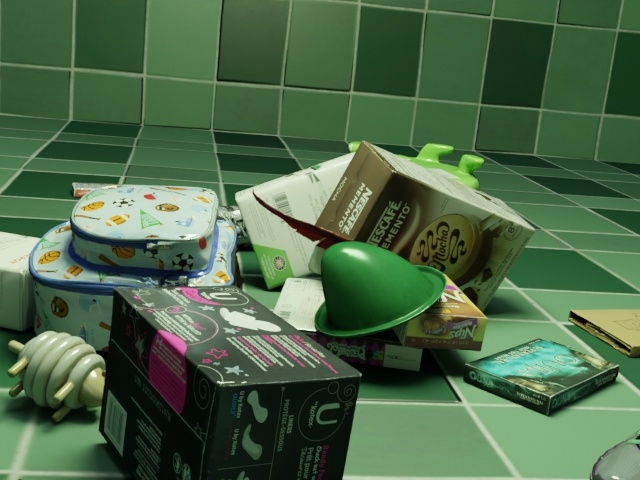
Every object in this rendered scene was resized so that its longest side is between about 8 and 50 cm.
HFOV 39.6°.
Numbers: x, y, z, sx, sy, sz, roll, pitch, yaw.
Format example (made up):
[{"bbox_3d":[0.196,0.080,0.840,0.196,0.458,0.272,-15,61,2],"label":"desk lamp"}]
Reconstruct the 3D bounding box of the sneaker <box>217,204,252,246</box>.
[{"bbox_3d":[-0.156,-0.021,1.638,0.269,0.101,0.153,0,15,2],"label":"sneaker"}]

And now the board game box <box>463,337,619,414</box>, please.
[{"bbox_3d":[0.293,0.174,1.172,0.126,0.026,0.186,17,18,41],"label":"board game box"}]

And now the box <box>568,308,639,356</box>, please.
[{"bbox_3d":[0.521,0.142,1.403,0.201,0.021,0.164,0,15,-19],"label":"box"}]

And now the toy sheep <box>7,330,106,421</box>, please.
[{"bbox_3d":[-0.285,0.141,0.960,0.132,0.091,0.091,28,19,12],"label":"toy sheep"}]

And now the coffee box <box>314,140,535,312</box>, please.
[{"bbox_3d":[0.160,-0.015,1.376,0.297,0.168,0.119,18,20,-32],"label":"coffee box"}]

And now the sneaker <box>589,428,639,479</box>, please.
[{"bbox_3d":[0.355,0.202,0.933,0.083,0.098,0.224,18,18,40],"label":"sneaker"}]

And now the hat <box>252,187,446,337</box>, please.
[{"bbox_3d":[0.037,0.007,1.144,0.209,0.183,0.173,-19,19,5],"label":"hat"}]

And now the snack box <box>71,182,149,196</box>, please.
[{"bbox_3d":[-0.473,-0.114,2.030,0.178,0.022,0.064,1,16,-20],"label":"snack box"}]

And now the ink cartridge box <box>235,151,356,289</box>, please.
[{"bbox_3d":[-0.012,-0.036,1.466,0.220,0.160,0.092,-19,12,-2],"label":"ink cartridge box"}]

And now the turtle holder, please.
[{"bbox_3d":[0.139,-0.062,1.646,0.320,0.227,0.243,17,19,40],"label":"turtle holder"}]

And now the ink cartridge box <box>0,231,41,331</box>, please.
[{"bbox_3d":[-0.465,0.047,1.246,0.218,0.092,0.158,7,14,14],"label":"ink cartridge box"}]

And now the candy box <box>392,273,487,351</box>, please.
[{"bbox_3d":[0.146,0.092,1.228,0.109,0.053,0.186,5,17,-12],"label":"candy box"}]

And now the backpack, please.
[{"bbox_3d":[-0.238,0.045,1.146,0.264,0.213,0.276,-5,17,-1],"label":"backpack"}]

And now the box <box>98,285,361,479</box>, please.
[{"bbox_3d":[-0.093,0.153,0.821,0.142,0.163,0.247,1,14,-32],"label":"box"}]

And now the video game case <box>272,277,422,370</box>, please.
[{"bbox_3d":[0.038,0.114,1.276,0.210,0.041,0.232,7,14,3],"label":"video game case"}]

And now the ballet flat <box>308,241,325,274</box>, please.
[{"bbox_3d":[0.078,0.066,1.419,0.213,0.068,0.072,26,11,-13],"label":"ballet flat"}]
